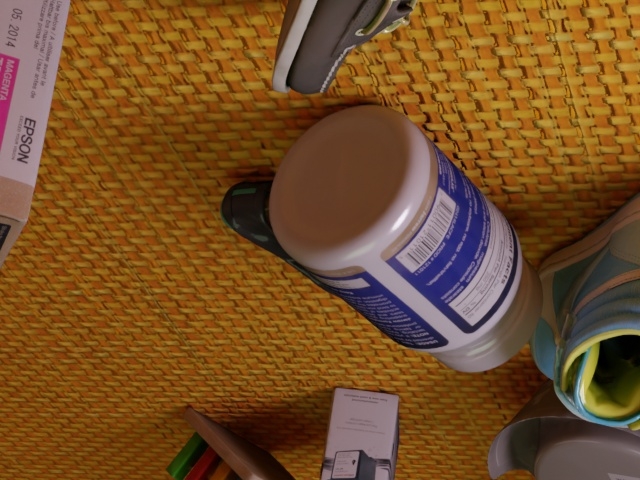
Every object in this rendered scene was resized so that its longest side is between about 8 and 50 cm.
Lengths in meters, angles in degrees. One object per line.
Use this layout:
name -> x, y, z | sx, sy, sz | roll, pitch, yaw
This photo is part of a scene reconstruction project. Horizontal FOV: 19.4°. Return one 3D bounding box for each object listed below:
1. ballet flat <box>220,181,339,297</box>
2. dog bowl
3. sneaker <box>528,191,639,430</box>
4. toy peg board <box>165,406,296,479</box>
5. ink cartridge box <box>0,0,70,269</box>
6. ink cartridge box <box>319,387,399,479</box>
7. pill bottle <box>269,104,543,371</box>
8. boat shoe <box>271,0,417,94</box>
ballet flat -> 0.000, 0.000, 1.740 | 0.203, 0.074, 0.074 | 30, 145, -33
dog bowl -> 0.355, 0.261, 2.001 | 0.348, 0.102, 0.349 | 23, 149, 15
sneaker -> 0.246, 0.100, 1.698 | 0.127, 0.208, 0.319 | 27, 148, -2
toy peg board -> -0.091, 0.294, 2.217 | 0.161, 0.079, 0.160 | 35, -177, -43
ink cartridge box -> -0.268, -0.086, 1.462 | 0.088, 0.235, 0.193 | 15, 152, -15
ink cartridge box -> 0.040, 0.284, 2.134 | 0.082, 0.191, 0.140 | 5, 153, 5
pill bottle -> 0.084, 0.008, 1.640 | 0.153, 0.153, 0.264 | -10, 147, 30
boat shoe -> 0.033, -0.192, 1.321 | 0.091, 0.109, 0.305 | 16, 148, -5
